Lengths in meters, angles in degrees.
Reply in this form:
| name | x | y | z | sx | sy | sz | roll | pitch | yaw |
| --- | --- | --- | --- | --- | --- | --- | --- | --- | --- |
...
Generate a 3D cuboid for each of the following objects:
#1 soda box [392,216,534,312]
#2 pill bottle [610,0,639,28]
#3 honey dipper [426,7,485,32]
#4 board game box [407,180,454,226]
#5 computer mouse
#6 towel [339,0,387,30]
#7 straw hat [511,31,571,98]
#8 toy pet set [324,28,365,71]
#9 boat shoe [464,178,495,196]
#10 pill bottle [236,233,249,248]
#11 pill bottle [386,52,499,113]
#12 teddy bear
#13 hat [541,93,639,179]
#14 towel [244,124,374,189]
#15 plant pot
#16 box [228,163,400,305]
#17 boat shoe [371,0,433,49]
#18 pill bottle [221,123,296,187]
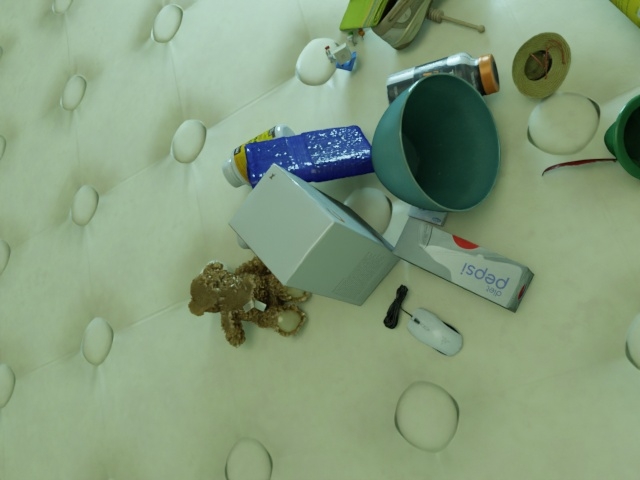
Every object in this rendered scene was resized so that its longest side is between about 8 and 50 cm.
| name | x | y | z | sx | sy | sz | roll | pitch | yaw |
| --- | --- | --- | --- | --- | --- | --- | --- | --- | --- |
| soda box | 0.306 | 0.049 | 1.233 | 0.286 | 0.091 | 0.098 | 27 | 92 | 33 |
| pill bottle | 0.657 | -0.552 | 1.124 | 0.188 | 0.188 | 0.334 | -37 | 62 | 18 |
| honey dipper | 0.337 | -0.547 | 1.407 | 0.160 | 0.030 | 0.031 | 30 | 93 | 30 |
| board game box | 0.263 | -0.087 | 1.336 | 0.090 | 0.020 | 0.090 | 21 | 86 | 33 |
| computer mouse | 0.231 | 0.187 | 1.271 | 0.193 | 0.042 | 0.106 | 31 | 93 | 33 |
| towel | 0.110 | -0.605 | 1.484 | 0.102 | 0.021 | 0.237 | -65 | 25 | 8 |
| straw hat | 0.478 | -0.390 | 1.259 | 0.144 | 0.144 | 0.061 | -53 | 20 | 9 |
| toy pet set | 0.077 | -0.514 | 1.547 | 0.122 | 0.065 | 0.114 | -25 | 31 | 20 |
| boat shoe | 0.349 | -0.107 | 1.286 | 0.100 | 0.035 | 0.035 | -43 | 33 | 18 |
| pill bottle | -0.137 | -0.011 | 1.509 | 0.169 | 0.094 | 0.094 | 0 | 77 | 31 |
| pill bottle | 0.289 | -0.360 | 1.326 | 0.245 | 0.130 | 0.131 | -10 | 73 | 28 |
| teddy bear | -0.181 | 0.155 | 1.500 | 0.337 | 0.113 | 0.245 | -13 | 78 | 20 |
| hat | 0.613 | -0.201 | 1.158 | 0.208 | 0.183 | 0.173 | 12 | 90 | -9 |
| towel | -0.029 | -0.193 | 1.389 | 0.308 | 0.076 | 0.228 | -11 | 35 | -4 |
| plant pot | 0.225 | -0.197 | 1.250 | 0.195 | 0.290 | 0.290 | -8 | 71 | 58 |
| box | 0.000 | 0.000 | 1.276 | 0.168 | 0.345 | 0.215 | -51 | 58 | 9 |
| boat shoe | 0.241 | -0.660 | 1.422 | 0.121 | 0.110 | 0.341 | 29 | 95 | 60 |
| pill bottle | -0.165 | -0.227 | 1.567 | 0.214 | 0.117 | 0.117 | -24 | 66 | 23 |
